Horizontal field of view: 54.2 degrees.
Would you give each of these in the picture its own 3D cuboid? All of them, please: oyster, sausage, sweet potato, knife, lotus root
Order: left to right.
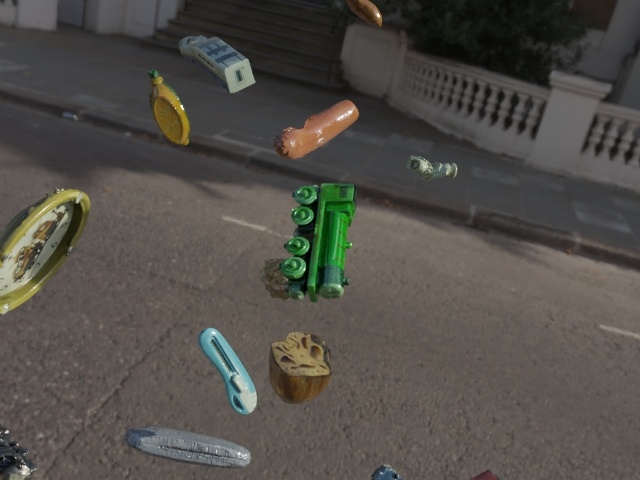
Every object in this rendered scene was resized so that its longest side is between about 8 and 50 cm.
[{"bbox_3d":[-0.184,0.266,1.261,0.064,0.222,0.031,-39,30,-28],"label":"knife"},{"bbox_3d":[-0.107,0.114,1.640,0.072,0.132,0.209,-45,16,-34],"label":"oyster"},{"bbox_3d":[-0.076,0.399,1.908,0.188,0.180,0.199,8,35,-15],"label":"lotus root"},{"bbox_3d":[-0.015,-0.274,1.570,0.079,0.087,0.327,43,46,9],"label":"sausage"},{"bbox_3d":[0.097,-0.650,1.686,0.195,0.056,0.056,46,15,-17],"label":"sweet potato"}]

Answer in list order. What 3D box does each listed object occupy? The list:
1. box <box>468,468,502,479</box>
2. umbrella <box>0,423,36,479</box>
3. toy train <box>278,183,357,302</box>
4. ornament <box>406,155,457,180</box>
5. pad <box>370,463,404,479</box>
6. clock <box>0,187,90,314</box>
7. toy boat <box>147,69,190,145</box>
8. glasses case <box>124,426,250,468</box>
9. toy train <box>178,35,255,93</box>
[{"bbox_3d":[0.296,0.576,0.834,0.122,0.385,0.344,-19,28,-21],"label":"box"},{"bbox_3d":[-0.477,0.316,0.910,0.224,0.071,0.080,-1,40,50],"label":"umbrella"},{"bbox_3d":[0.000,0.000,1.101,0.119,0.085,0.251,1,52,7],"label":"toy train"},{"bbox_3d":[0.207,-0.129,1.148,0.069,0.041,0.092,3,-2,38],"label":"ornament"},{"bbox_3d":[0.027,0.390,0.700,0.012,0.270,0.269,38,-10,45],"label":"pad"},{"bbox_3d":[-0.459,0.008,0.986,0.057,0.237,0.237,35,23,0],"label":"clock"},{"bbox_3d":[-0.418,-0.355,1.722,0.089,0.229,0.088,-18,32,2],"label":"toy boat"},{"bbox_3d":[-0.295,0.464,1.400,0.283,0.067,0.109,14,-15,-16],"label":"glasses case"},{"bbox_3d":[-0.193,-0.324,1.082,0.052,0.051,0.234,-29,47,-18],"label":"toy train"}]
